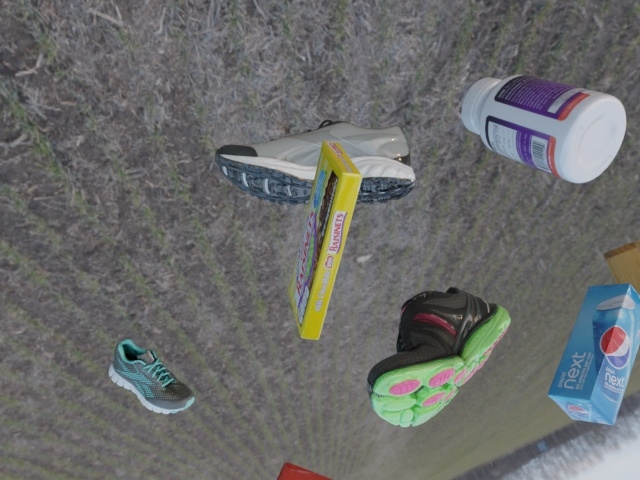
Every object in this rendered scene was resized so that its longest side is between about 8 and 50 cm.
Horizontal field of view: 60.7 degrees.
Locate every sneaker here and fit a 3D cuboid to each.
[{"bbox_3d":[-0.008,-0.112,0.752,0.271,0.108,0.100,1,161,-2],"label":"sneaker"},{"bbox_3d":[0.224,0.225,1.150,0.482,0.202,0.185,-17,136,-52],"label":"sneaker"},{"bbox_3d":[-0.273,0.214,0.873,0.065,0.166,0.076,-39,146,-55],"label":"sneaker"}]

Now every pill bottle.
[{"bbox_3d":[0.279,-0.155,0.713,0.108,0.193,0.108,-14,122,-25],"label":"pill bottle"}]

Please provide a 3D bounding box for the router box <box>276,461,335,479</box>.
[{"bbox_3d":[0.063,0.419,0.511,0.335,0.301,0.082,16,136,12],"label":"router box"}]

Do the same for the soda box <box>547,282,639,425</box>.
[{"bbox_3d":[0.428,0.167,0.834,0.071,0.067,0.210,-15,-143,58],"label":"soda box"}]

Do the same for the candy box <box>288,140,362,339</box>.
[{"bbox_3d":[0.000,0.000,0.628,0.027,0.105,0.206,7,116,-14],"label":"candy box"}]

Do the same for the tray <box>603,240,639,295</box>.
[{"bbox_3d":[0.701,0.187,1.105,0.076,0.203,0.411,-28,135,27],"label":"tray"}]
